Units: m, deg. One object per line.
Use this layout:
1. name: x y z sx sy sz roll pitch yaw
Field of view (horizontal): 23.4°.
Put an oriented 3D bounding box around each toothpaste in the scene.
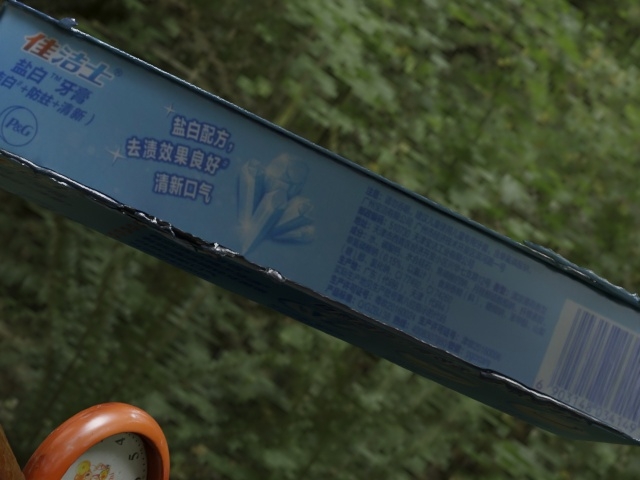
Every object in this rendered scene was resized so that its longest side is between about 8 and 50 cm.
1. toothpaste: 0.000 0.000 0.547 0.272 0.053 0.066 25 -10 -16

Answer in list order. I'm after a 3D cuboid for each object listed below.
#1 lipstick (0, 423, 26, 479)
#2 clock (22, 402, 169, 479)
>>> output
1. lipstick: -0.256 0.225 1.235 0.077 0.077 0.418 -128 -162 -56
2. clock: -0.237 0.261 1.579 0.051 0.205 0.205 23 3 36
